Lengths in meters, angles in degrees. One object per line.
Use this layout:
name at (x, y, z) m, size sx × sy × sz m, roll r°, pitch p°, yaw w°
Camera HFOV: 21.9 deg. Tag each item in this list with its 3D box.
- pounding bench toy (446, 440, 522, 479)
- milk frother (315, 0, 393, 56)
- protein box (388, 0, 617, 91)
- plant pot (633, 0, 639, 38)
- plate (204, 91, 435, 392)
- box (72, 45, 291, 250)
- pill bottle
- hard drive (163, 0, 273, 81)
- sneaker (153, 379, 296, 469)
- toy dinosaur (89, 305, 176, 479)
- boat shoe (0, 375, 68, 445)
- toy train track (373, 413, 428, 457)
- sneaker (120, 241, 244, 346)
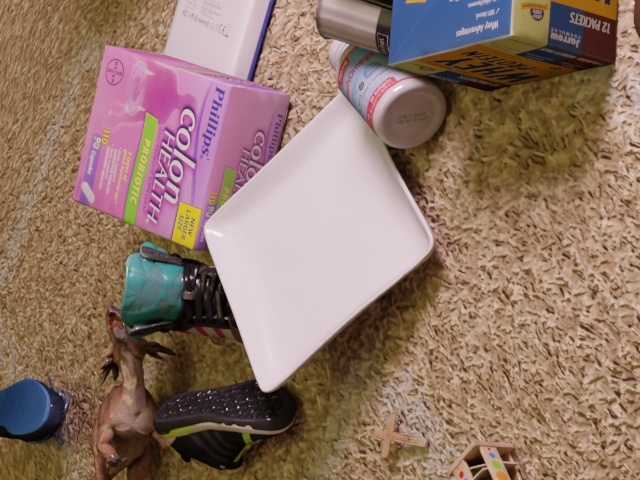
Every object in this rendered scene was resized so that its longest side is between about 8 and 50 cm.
pounding bench toy at (0.162, 0.251, 1.648) m, size 0.083 × 0.052 × 0.065 m, roll -55°, pitch 42°, yaw 34°
milk frother at (0.087, -0.275, 1.806) m, size 0.134 × 0.143 × 0.129 m, roll 22°, pitch 136°, yaw 27°
protein box at (0.185, -0.273, 1.664) m, size 0.199 × 0.136 × 0.201 m, roll -7°, pitch 77°, yaw 56°
plant pot at (0.355, -0.247, 1.365) m, size 0.230 × 0.215 × 0.215 m, roll 115°, pitch 146°, yaw -47°
plate at (0.000, 0.000, 1.914) m, size 0.277 × 0.045 × 0.278 m, roll -42°, pitch 47°, yaw 21°
box at (-0.183, -0.119, 2.140) m, size 0.243 × 0.117 × 0.214 m, roll 21°, pitch 102°, yaw 38°
pill bottle at (0.070, -0.177, 1.859) m, size 0.160 × 0.087 × 0.087 m, roll 54°, pitch 126°, yaw 48°
hard drive at (-0.158, -0.233, 2.262) m, size 0.210 × 0.040 × 0.319 m, roll 34°, pitch 110°, yaw 54°
sneaker at (-0.107, 0.236, 2.058) m, size 0.234 × 0.084 × 0.097 m, roll -7°, pitch 119°, yaw 44°
toy dinosaur at (-0.265, 0.240, 2.239) m, size 0.296 × 0.127 × 0.200 m, roll -59°, pitch 39°, yaw 37°
boat shoe at (-0.434, 0.260, 2.527) m, size 0.258 × 0.089 × 0.109 m, roll -1°, pitch 68°, yaw 62°
toy train track at (0.090, 0.216, 1.803) m, size 0.083 × 0.014 × 0.048 m, roll 3°, pitch 78°, yaw 51°
sneaker at (-0.156, 0.068, 2.060) m, size 0.295 × 0.178 × 0.124 m, roll -2°, pitch 81°, yaw 56°
